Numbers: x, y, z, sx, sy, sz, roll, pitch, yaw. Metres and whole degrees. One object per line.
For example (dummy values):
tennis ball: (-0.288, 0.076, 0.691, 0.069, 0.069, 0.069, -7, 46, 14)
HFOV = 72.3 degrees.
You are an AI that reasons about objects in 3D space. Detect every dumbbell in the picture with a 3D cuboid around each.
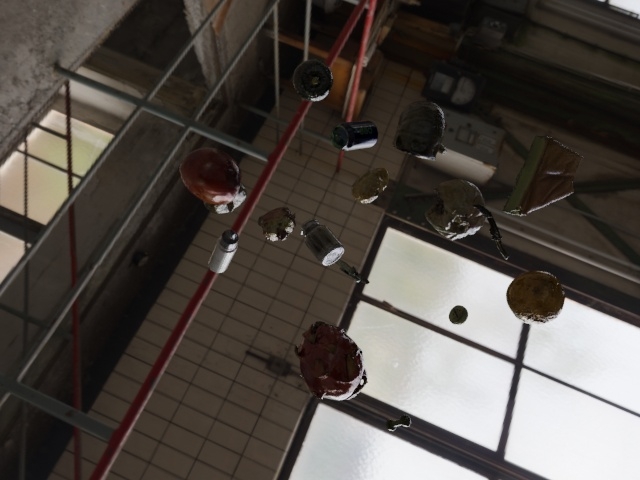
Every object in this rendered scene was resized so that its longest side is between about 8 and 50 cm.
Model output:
dumbbell: (0.330, 0.777, 1.867, 0.118, 0.052, 0.046, -42, -144, 44)

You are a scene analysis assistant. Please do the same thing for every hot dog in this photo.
hot dog: (-0.159, -0.055, 1.693, 0.213, 0.146, 0.103, -103, 171, -63)

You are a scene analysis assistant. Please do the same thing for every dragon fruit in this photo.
dragon fruit: (0.038, 0.435, 1.543, 0.315, 0.250, 0.250, 78, 29, -45)

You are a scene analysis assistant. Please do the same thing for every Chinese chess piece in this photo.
Chinese chess piece: (0.551, 0.299, 1.753, 0.084, 0.034, 0.084, -49, -158, 28)

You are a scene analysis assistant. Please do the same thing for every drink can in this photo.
drink can: (0.143, -0.439, 1.832, 0.205, 0.118, 0.118, -20, 140, -44)

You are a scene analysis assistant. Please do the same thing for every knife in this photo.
knife: (0.551, -0.029, 1.382, 0.046, 0.222, 0.021, -16, -154, 51)

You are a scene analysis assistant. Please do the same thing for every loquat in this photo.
loquat: (0.904, 0.242, 1.847, 0.235, 0.235, 0.235, 23, 90, -86)

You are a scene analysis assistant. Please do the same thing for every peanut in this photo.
peanut: (0.215, -0.234, 1.807, 0.236, 0.110, 0.120, -41, 134, -43)

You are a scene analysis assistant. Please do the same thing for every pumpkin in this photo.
pumpkin: (-0.462, -0.212, 2.123, 0.219, 0.162, 0.219, -28, 163, -10)
pumpkin: (-0.031, -0.663, 1.811, 0.125, 0.167, 0.167, -19, 132, -77)
pumpkin: (0.445, -0.467, 1.867, 0.325, 0.242, 0.232, -80, -168, -71)

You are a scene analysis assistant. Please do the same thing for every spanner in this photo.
spanner: (0.163, 0.164, 2.263, 0.040, 0.095, 0.325, -42, -153, -10)

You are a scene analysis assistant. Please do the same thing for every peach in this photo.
peach: (-0.420, -0.248, 1.677, 0.243, 0.244, 0.199, 96, 18, -75)

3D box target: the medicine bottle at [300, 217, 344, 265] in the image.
medicine bottle: (0.000, 0.000, 2.048, 0.135, 0.215, 0.135, -29, 150, -18)

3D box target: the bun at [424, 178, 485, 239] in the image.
bun: (0.637, -0.127, 2.023, 0.281, 0.282, 0.204, 108, -15, -47)

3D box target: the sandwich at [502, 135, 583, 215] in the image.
sandwich: (0.693, -0.169, 1.338, 0.063, 0.212, 0.245, 38, -70, 60)

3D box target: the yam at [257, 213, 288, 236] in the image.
yam: (-0.218, -0.065, 2.028, 0.068, 0.169, 0.068, -29, 134, -36)

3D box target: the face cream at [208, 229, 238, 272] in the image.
face cream: (-0.408, 0.039, 1.864, 0.311, 0.092, 0.092, -50, -169, 54)
